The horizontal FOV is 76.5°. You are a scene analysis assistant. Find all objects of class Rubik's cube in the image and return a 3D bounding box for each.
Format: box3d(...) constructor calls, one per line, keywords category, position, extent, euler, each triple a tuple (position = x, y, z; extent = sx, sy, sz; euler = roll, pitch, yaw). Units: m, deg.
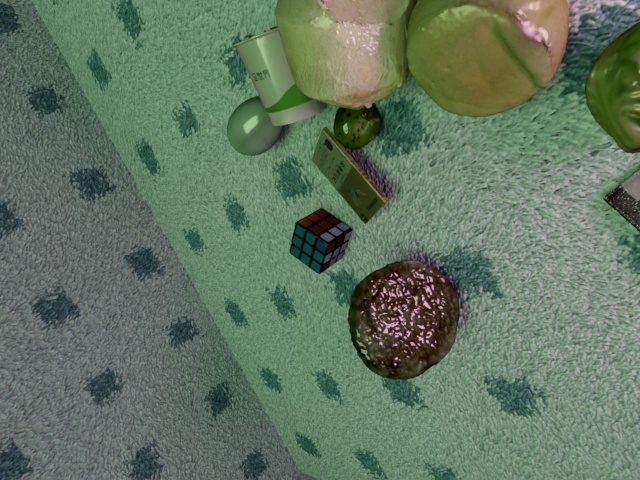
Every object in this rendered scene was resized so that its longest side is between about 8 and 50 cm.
box3d(category="Rubik's cube", position=(0.000, 0.000, 1.536), extent=(0.161, 0.163, 0.162), euler=(34, 131, 22))

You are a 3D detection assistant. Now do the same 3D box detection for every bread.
box3d(category="bread", position=(0.349, -0.430, 0.859), extent=(0.321, 0.237, 0.320), euler=(18, 148, 12))

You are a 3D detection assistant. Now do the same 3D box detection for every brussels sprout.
box3d(category="brussels sprout", position=(0.627, -0.289, 0.748), extent=(0.244, 0.244, 0.244), euler=(23, 129, 31))

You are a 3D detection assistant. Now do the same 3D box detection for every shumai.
box3d(category="shumai", position=(0.243, 0.259, 1.389), extent=(0.395, 0.395, 0.348), euler=(56, 164, 0))

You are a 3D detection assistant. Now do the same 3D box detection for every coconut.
box3d(category="coconut", position=(0.076, -0.507, 1.018), extent=(0.347, 0.346, 0.360), euler=(19, 148, 33))

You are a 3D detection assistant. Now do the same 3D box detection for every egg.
box3d(category="egg", position=(-0.231, -0.415, 1.466), extent=(0.264, 0.183, 0.182), euler=(-33, 91, 44))

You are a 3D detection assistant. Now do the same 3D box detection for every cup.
box3d(category="cup", position=(-0.107, -0.515, 1.257), extent=(0.253, 0.253, 0.273), euler=(5, 124, 41))

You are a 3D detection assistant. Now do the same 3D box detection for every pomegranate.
box3d(category="pomegranate", position=(0.094, -0.349, 1.253), extent=(0.169, 0.122, 0.143), euler=(-15, 107, 45))

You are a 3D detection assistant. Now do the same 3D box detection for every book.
box3d(category="book", position=(0.088, -0.209, 1.364), extent=(0.310, 0.021, 0.217), euler=(51, 161, 6))

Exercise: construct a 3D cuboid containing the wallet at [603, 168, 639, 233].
box3d(category="wallet", position=(0.786, -0.072, 0.844), extent=(0.262, 0.071, 0.221), euler=(46, 142, 15))
